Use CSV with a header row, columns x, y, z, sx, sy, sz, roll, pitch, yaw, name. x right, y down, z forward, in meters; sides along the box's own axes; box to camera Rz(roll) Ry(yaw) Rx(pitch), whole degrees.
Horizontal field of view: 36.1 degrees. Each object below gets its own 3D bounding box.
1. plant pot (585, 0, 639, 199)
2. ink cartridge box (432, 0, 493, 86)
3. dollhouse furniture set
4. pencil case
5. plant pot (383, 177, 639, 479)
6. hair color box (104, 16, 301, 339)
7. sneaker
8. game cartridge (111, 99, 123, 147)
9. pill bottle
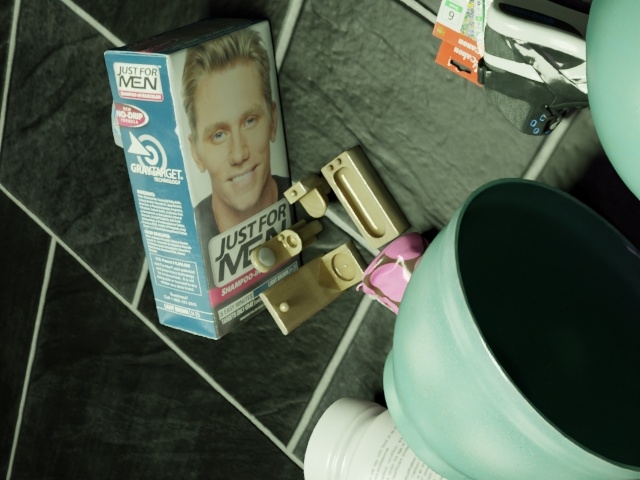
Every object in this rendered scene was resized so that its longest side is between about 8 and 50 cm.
x,y,z,sx,sy,sz,roll,pitch,yaw,name
0.317,-0.117,0.667,0.293,0.235,0.292,7,111,19,plant pot
0.147,-0.211,0.967,0.063,0.029,0.115,33,130,22,ink cartridge box
0.000,0.000,1.142,0.151,0.123,0.144,-33,90,46,dollhouse furniture set
0.139,0.091,1.098,0.098,0.095,0.209,-45,79,14,pencil case
0.182,0.115,0.918,0.293,0.293,0.196,51,132,7,plant pot
-0.129,-0.077,1.176,0.105,0.174,0.347,11,120,36,hair color box
0.246,-0.138,0.899,0.217,0.079,0.121,30,140,25,sneaker
-0.266,-0.162,1.361,0.056,0.017,0.083,29,129,31,game cartridge
0.131,0.291,1.163,0.283,0.160,0.160,16,122,34,pill bottle
